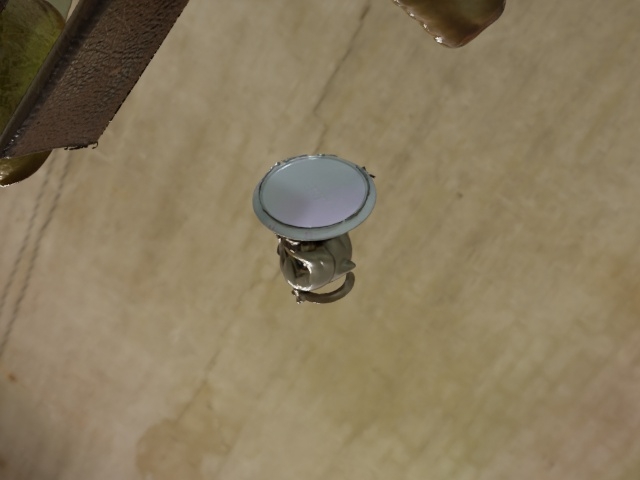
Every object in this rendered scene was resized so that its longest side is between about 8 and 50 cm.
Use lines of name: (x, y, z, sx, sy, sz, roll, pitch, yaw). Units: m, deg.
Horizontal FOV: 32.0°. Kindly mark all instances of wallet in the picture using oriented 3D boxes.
wallet: (-0.218, -0.171, 1.076, 0.133, 0.039, 0.243, -22, -22, -51)

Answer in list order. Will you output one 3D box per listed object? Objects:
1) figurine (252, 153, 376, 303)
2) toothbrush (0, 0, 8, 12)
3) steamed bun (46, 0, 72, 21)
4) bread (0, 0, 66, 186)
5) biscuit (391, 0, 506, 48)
figurine: (0.000, 0.000, 1.192, 0.132, 0.132, 0.153, -51, -30, -36)
toothbrush: (-0.341, -0.307, 1.220, 0.041, 0.041, 0.363, 111, 168, -62)
steamed bun: (-0.490, -0.405, 1.787, 0.200, 0.170, 0.225, 41, -115, -45)
bread: (-0.422, -0.187, 1.342, 0.148, 0.270, 0.269, 13, -67, -56)
biscuit: (0.160, -0.341, 1.217, 0.237, 0.062, 0.291, -41, -34, 20)
